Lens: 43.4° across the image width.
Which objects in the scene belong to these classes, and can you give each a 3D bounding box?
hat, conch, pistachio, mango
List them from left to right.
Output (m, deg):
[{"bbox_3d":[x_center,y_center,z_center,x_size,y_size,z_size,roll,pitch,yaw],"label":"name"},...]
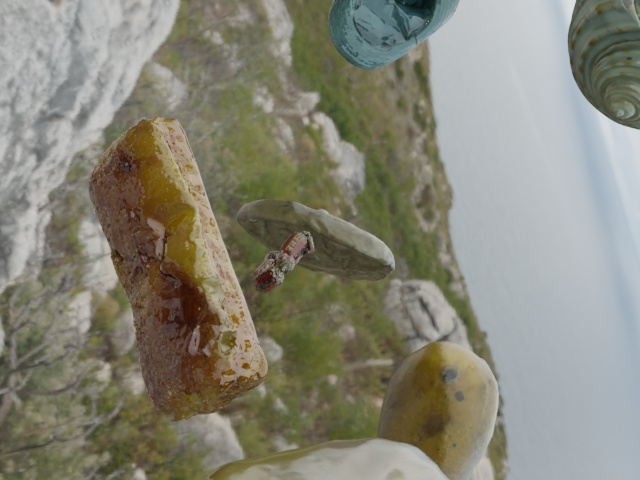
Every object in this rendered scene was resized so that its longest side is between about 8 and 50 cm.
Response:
[{"bbox_3d":[0.016,0.249,0.646,0.288,0.197,0.166,4,83,-49],"label":"pistachio"},{"bbox_3d":[0.096,-0.323,1.085,0.138,0.191,0.078,46,16,-21],"label":"hat"},{"bbox_3d":[0.155,0.299,1.191,0.176,0.330,0.175,-1,31,-45],"label":"mango"},{"bbox_3d":[0.239,-0.156,0.612,0.135,0.102,0.153,46,40,-29],"label":"conch"}]

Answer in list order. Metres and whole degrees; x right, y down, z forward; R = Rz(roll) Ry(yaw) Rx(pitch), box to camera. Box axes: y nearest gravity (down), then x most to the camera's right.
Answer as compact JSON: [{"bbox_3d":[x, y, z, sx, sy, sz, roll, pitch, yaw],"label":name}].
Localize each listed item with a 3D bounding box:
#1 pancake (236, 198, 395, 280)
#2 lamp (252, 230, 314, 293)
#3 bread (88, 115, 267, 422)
[{"bbox_3d":[0.000,0.000,1.136,0.242,0.241,0.050,44,65,-52],"label":"pancake"},{"bbox_3d":[-0.043,0.026,0.847,0.031,0.063,0.083,50,27,-10],"label":"lamp"},{"bbox_3d":[-0.134,0.022,0.728,0.077,0.139,0.271,-2,64,-42],"label":"bread"}]
